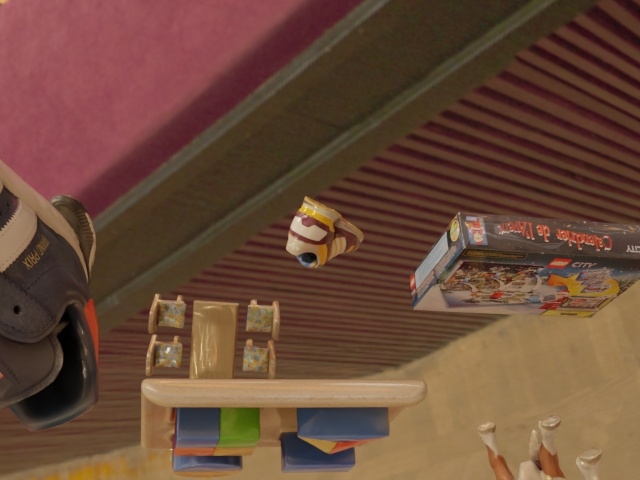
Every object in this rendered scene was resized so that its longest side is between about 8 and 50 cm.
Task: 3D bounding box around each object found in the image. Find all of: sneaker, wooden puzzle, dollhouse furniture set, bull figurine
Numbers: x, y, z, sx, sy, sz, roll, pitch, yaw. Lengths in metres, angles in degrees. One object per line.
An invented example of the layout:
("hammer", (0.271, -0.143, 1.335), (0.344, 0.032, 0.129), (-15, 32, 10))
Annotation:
("sneaker", (-0.362, 0.055, 1.211), (0.106, 0.078, 0.235), (-114, 31, -67))
("sneaker", (-0.208, 0.015, 0.427), (0.131, 0.350, 0.148), (-28, 66, 6))
("wooden puzzle", (-0.062, 0.243, 1.081), (0.348, 0.321, 0.081), (117, 152, -66))
("dollhouse furniture set", (-0.181, 0.224, 1.423), (0.161, 0.212, 0.242), (-105, 20, -73))
("bull figurine", (0.256, 0.292, 0.856), (0.310, 0.101, 0.189), (-165, 57, -76))
("sneaker", (0.000, 0.000, 1.187), (0.069, 0.185, 0.084), (29, 88, 24))

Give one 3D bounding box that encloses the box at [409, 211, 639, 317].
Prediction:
("box", (0.235, 0.032, 0.964), (0.159, 0.232, 0.044), (117, 153, -58))
